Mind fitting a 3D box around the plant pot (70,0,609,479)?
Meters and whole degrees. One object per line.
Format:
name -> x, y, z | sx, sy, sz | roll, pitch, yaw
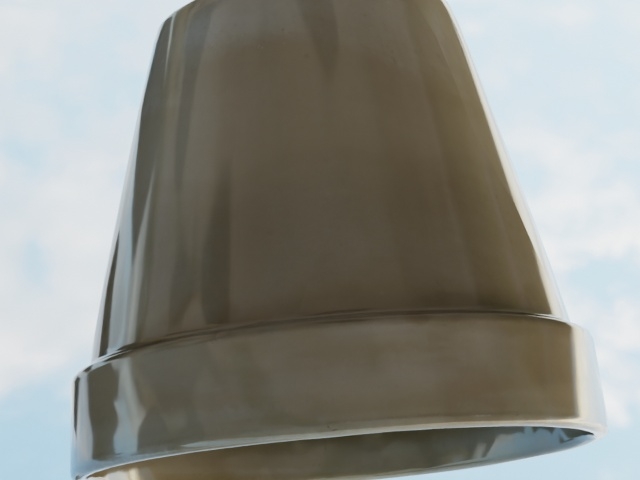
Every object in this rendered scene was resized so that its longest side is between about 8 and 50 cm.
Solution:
plant pot -> 0.000, 0.000, 1.147 | 0.323, 0.280, 0.323 | -5, 167, -1
